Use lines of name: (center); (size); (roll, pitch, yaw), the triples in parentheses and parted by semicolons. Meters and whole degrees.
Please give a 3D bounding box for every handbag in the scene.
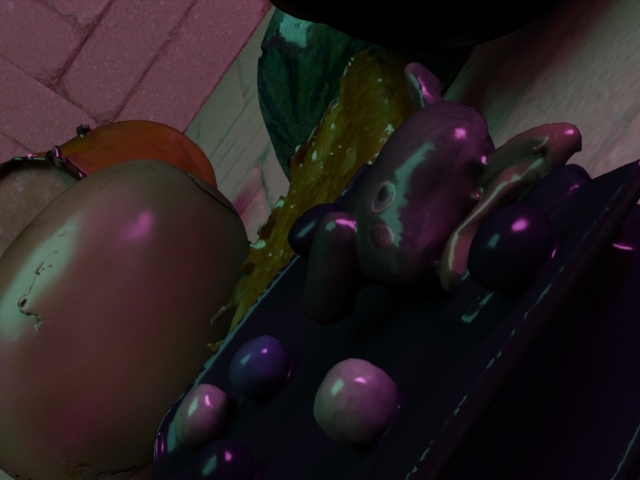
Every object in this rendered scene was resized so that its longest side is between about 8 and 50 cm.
handbag: (0.033, 0.049, 0.519); (0.269, 0.118, 0.326); (-57, 15, -7)

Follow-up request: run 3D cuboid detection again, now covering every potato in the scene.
potato: (-0.254, 0.044, 1.426); (0.296, 0.290, 0.396); (-25, -61, -59)

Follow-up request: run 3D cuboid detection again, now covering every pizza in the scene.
pizza: (0.000, 0.000, 0.843); (0.297, 0.071, 0.189); (-55, 25, 20)

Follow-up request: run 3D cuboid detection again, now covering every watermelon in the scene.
watermelon: (0.018, -0.151, 0.964); (0.231, 0.146, 0.128); (-52, 14, 5)

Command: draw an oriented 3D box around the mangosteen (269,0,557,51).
mangosteen: (0.045, -0.274, 0.776); (0.314, 0.296, 0.297); (0, 41, 18)

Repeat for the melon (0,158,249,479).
melon: (-0.192, 0.079, 1.004); (0.317, 0.223, 0.223); (-57, 13, -8)
